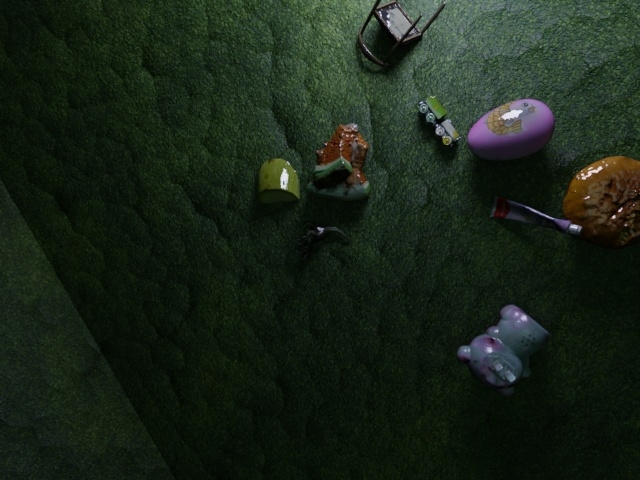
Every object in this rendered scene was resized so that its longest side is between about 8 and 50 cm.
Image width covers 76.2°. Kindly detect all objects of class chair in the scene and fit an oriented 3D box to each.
[{"bbox_3d":[0.269,-0.767,1.432,0.188,0.166,0.272,52,149,0],"label":"chair"}]

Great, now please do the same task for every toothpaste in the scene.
[{"bbox_3d":[0.744,-0.080,1.424,0.300,0.048,0.075,25,141,40],"label":"toothpaste"}]

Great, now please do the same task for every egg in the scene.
[{"bbox_3d":[0.642,-0.364,1.385,0.271,0.196,0.197,-29,92,21],"label":"egg"}]

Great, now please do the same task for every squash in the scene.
[{"bbox_3d":[-0.189,-0.240,1.660,0.191,0.085,0.184,-5,99,13],"label":"squash"}]

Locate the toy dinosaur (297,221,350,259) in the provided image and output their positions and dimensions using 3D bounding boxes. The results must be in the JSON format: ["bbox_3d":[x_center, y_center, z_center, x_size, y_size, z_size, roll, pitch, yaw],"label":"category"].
[{"bbox_3d":[0.000,0.000,1.690,0.178,0.087,0.187,21,125,-27],"label":"toy dinosaur"}]

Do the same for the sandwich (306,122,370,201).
[{"bbox_3d":[0.084,-0.292,1.547,0.250,0.162,0.302,13,105,7],"label":"sandwich"}]

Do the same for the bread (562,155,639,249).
[{"bbox_3d":[0.976,-0.122,1.361,0.311,0.172,0.313,3,99,18],"label":"bread"}]

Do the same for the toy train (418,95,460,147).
[{"bbox_3d":[0.436,-0.433,1.491,0.081,0.060,0.202,-36,91,10],"label":"toy train"}]

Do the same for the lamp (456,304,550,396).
[{"bbox_3d":[0.679,0.407,1.484,0.247,0.247,0.301,41,98,1],"label":"lamp"}]
